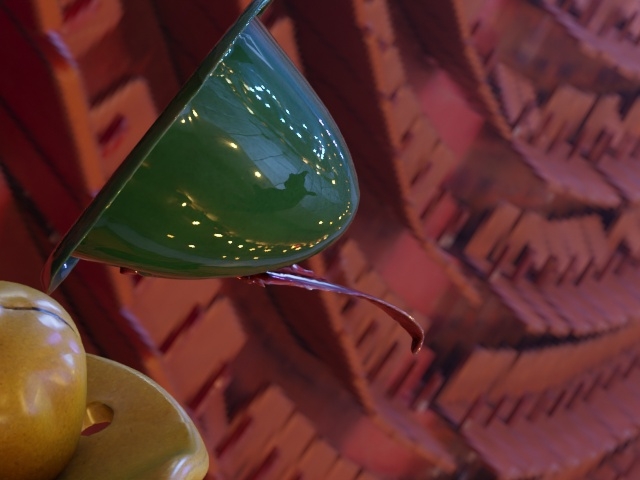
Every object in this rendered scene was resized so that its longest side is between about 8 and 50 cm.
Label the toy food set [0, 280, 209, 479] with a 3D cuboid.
[{"bbox_3d":[-0.131,0.065,0.342,0.218,0.128,0.071,-27,128,-15],"label":"toy food set"}]

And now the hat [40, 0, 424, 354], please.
[{"bbox_3d":[0.000,0.000,0.774,0.173,0.183,0.208,-48,-174,32],"label":"hat"}]
